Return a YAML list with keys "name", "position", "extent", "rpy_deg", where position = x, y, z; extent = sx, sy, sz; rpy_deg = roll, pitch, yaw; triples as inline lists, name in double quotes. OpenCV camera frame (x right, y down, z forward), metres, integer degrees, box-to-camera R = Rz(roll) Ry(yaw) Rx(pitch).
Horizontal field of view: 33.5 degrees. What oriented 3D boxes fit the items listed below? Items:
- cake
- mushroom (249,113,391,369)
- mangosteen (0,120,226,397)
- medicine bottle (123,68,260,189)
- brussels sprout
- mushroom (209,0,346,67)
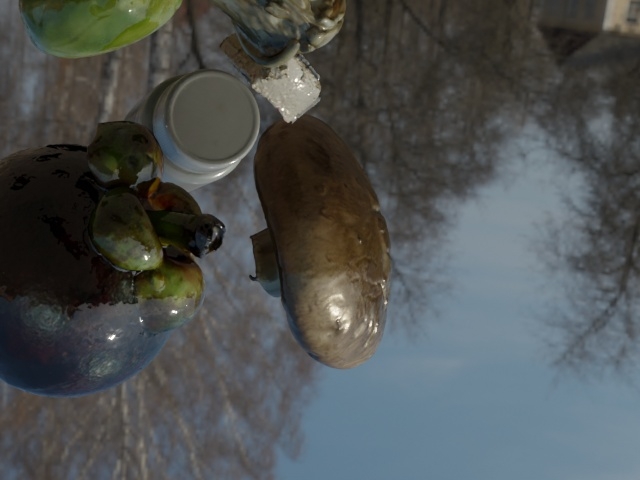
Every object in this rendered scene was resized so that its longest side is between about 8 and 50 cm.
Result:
- name: "cake"
  position: [-0.053, -0.165, 0.939]
  extent: [0.121, 0.052, 0.065]
  rpy_deg: [49, -173, 35]
- name: "mushroom"
  position: [0.000, 0.000, 1.117]
  extent: [0.146, 0.278, 0.278]
  rpy_deg: [-17, -168, 7]
- name: "mangosteen"
  position: [-0.297, 0.024, 1.277]
  extent: [0.330, 0.330, 0.330]
  rpy_deg: [6, -166, -2]
- name: "medicine bottle"
  position: [-0.247, -0.204, 1.999]
  extent: [0.208, 0.208, 0.340]
  rpy_deg: [1, 176, -22]
- name: "brussels sprout"
  position: [-0.380, -0.451, 1.835]
  extent: [0.328, 0.247, 0.328]
  rpy_deg: [-10, -146, 7]
- name: "mushroom"
  position: [-0.140, -0.293, 0.825]
  extent: [0.397, 0.177, 0.126]
  rpy_deg: [38, -125, 10]
